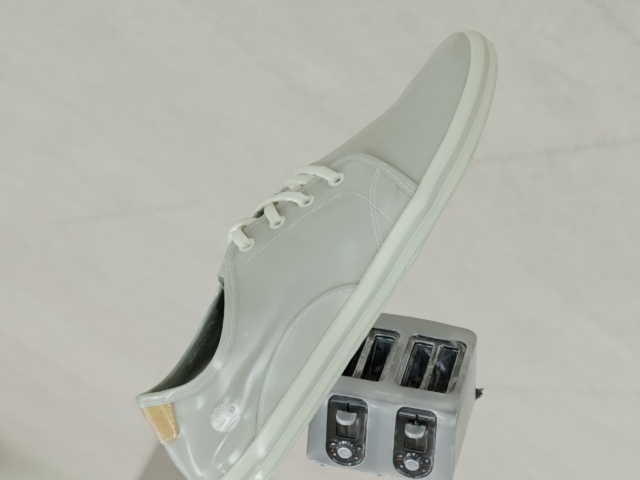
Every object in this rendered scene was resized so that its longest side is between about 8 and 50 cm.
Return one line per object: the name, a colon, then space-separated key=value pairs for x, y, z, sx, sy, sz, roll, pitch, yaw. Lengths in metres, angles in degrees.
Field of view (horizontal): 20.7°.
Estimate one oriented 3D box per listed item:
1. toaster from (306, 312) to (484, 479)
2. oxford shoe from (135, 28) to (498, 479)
toaster: x=0.086 y=0.170 z=1.946 sx=0.168 sy=0.185 sz=0.110 roll=10 pitch=126 yaw=11
oxford shoe: x=0.000 y=0.000 z=1.422 sx=0.130 sy=0.449 sz=0.169 roll=35 pitch=168 yaw=-8
